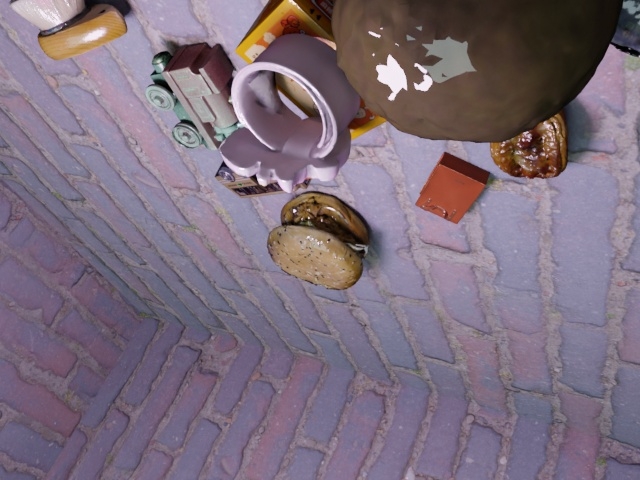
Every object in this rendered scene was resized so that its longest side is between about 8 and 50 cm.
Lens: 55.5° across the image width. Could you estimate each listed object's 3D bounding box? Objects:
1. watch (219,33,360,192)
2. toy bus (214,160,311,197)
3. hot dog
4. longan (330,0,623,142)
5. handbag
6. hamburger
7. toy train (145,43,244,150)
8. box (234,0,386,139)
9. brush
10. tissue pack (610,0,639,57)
[{"bbox_3d":[-0.068,-0.221,1.050,0.244,0.196,0.231,16,143,23],"label":"watch"},{"bbox_3d":[-0.158,-0.207,1.730,0.289,0.139,0.157,-4,143,45],"label":"toy bus"},{"bbox_3d":[0.446,-0.207,1.285,0.160,0.099,0.227,7,149,33],"label":"hot dog"},{"bbox_3d":[0.226,-0.355,0.884,0.404,0.436,0.404,15,173,2],"label":"longan"},{"bbox_3d":[0.331,-0.128,1.547,0.127,0.063,0.190,25,149,1],"label":"handbag"},{"bbox_3d":[0.000,0.000,1.891,0.318,0.195,0.277,22,153,4],"label":"hamburger"},{"bbox_3d":[-0.308,-0.364,1.593,0.221,0.150,0.304,0,141,28],"label":"toy train"},{"bbox_3d":[0.047,-0.385,1.140,0.283,0.259,0.214,38,148,-21],"label":"box"},{"bbox_3d":[-0.603,-0.560,1.491,0.266,0.174,0.166,0,133,26],"label":"brush"},{"bbox_3d":[0.555,-0.409,0.835,0.259,0.122,0.361,25,154,8],"label":"tissue pack"}]
